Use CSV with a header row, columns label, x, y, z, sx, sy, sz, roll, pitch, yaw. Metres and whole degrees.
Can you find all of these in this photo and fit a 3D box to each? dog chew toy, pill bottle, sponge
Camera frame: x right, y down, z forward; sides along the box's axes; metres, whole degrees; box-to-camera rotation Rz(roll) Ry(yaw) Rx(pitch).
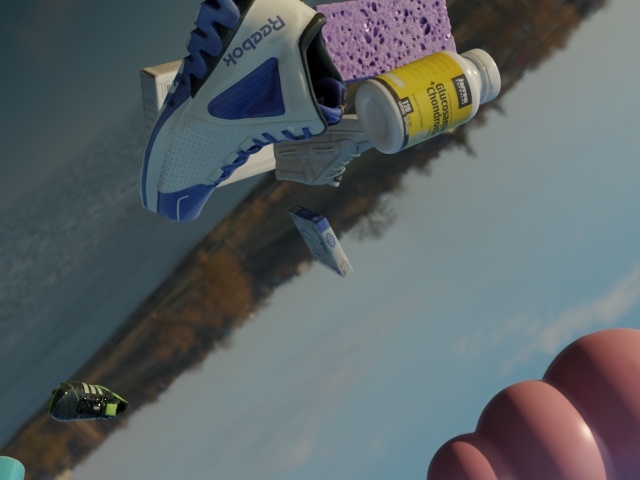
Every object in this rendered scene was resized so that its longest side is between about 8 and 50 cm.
label,x,y,z,sx,sy,sz,roll,pitch,yaw
dog chew toy,0.264,0.231,1.145,0.332,0.206,0.206,-23,179,-12
pill bottle,0.146,-0.192,1.404,0.184,0.103,0.103,-25,176,-22
sponge,0.096,-0.305,1.573,0.210,0.117,0.031,-12,-179,-18

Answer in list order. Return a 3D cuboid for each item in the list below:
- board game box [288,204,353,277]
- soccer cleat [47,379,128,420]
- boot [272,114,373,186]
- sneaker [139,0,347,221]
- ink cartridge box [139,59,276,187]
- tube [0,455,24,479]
label,x,y,z,sx,sy,sz,roll,pitch,yaw
board game box,0.000,0.000,1.430,0.020,0.090,0.090,-34,-154,-15
soccer cleat,-0.352,0.248,1.605,0.179,0.072,0.060,22,82,-74
boot,0.037,-0.158,1.862,0.258,0.123,0.095,2,-167,23
sneaker,-0.074,-0.137,1.159,0.315,0.182,0.127,-65,176,29
ink cartridge box,-0.190,-0.220,1.924,0.275,0.060,0.238,-21,124,-34
tube,-0.351,0.329,1.110,0.080,0.052,0.207,95,-8,-46
